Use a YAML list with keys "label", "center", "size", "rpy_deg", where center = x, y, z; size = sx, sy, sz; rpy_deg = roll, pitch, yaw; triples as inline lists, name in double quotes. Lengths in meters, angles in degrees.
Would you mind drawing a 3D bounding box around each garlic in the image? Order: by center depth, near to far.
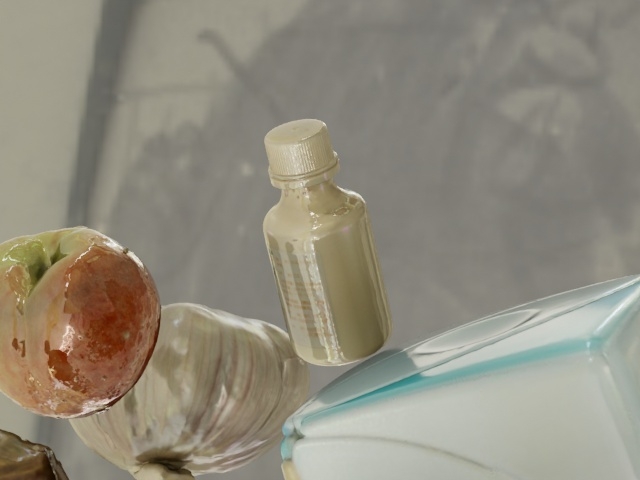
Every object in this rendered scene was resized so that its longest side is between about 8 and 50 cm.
- label: "garlic"
  center: [-0.171, 0.190, 2.238]
  size: [0.322, 0.322, 0.241]
  rpy_deg: [-21, -67, -73]

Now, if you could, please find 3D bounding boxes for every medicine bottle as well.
- label: "medicine bottle"
  center: [0.000, 0.000, 1.806]
  size: [0.114, 0.114, 0.252]
  rpy_deg: [-60, -39, -58]

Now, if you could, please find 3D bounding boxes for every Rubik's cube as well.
- label: "Rubik's cube"
  center: [0.202, 0.250, 1.648]
  size: [0.351, 0.352, 0.347]
  rpy_deg: [-25, -82, -65]

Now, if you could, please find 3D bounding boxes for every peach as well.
- label: "peach"
  center: [-0.283, 0.100, 1.950]
  size: [0.232, 0.233, 0.232]
  rpy_deg: [5, -90, -75]

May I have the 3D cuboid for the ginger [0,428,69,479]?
- label: "ginger"
  center: [-0.301, 0.387, 1.746]
  size: [0.254, 0.176, 0.418]
  rpy_deg: [-12, 99, 66]
